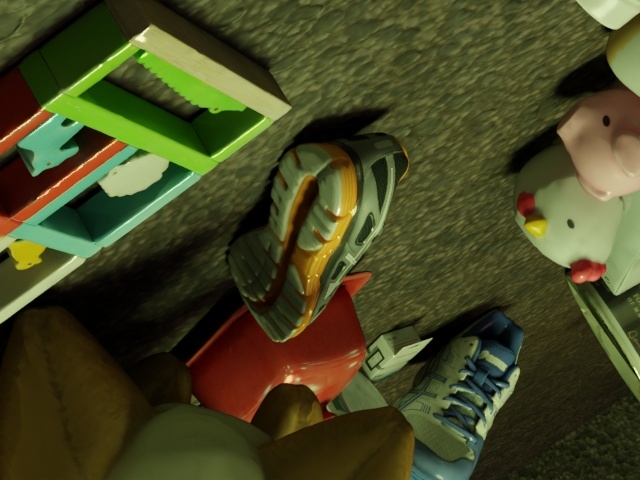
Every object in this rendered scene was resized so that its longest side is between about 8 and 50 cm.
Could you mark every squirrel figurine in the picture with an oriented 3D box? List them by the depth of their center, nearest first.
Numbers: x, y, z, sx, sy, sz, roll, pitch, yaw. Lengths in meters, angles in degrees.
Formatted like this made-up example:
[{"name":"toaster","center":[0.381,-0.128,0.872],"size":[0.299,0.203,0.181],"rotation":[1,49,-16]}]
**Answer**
[{"name":"squirrel figurine","center":[-0.121,0.282,1.158],"size":[0.281,0.397,0.370],"rotation":[11,162,-8]}]

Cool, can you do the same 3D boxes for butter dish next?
[{"name":"butter dish","center":[-0.026,0.113,1.314],"size":[0.160,0.118,0.160],"rotation":[-12,155,-47]}]

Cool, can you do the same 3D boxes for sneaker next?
[{"name":"sneaker","center":[0.000,0.000,1.112],"size":[0.083,0.084,0.215],"rotation":[-25,161,-34]},{"name":"sneaker","center":[0.148,0.164,1.689],"size":[0.131,0.112,0.296],"rotation":[-53,-176,26]}]

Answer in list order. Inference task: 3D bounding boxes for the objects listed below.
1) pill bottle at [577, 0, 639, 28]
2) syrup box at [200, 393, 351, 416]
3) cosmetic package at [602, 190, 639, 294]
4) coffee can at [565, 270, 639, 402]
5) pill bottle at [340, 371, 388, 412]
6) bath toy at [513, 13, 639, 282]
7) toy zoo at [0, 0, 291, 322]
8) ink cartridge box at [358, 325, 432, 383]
[{"name":"pill bottle","center":[0.211,-0.199,0.885],"size":[0.169,0.094,0.094],"rotation":[-40,160,27]},{"name":"syrup box","center":[-0.086,0.206,1.511],"size":[0.237,0.093,0.096],"rotation":[-34,162,9]},{"name":"cosmetic package","center":[0.438,-0.113,1.493],"size":[0.377,0.097,0.284],"rotation":[-28,164,-11]},{"name":"coffee can","center":[0.448,0.052,1.786],"size":[0.275,0.202,0.201],"rotation":[-32,163,2]},{"name":"pill bottle","center":[-0.034,0.230,1.615],"size":[0.221,0.121,0.121],"rotation":[-37,162,18]},{"name":"bath toy","center":[0.254,-0.087,1.214],"size":[0.151,0.129,0.348],"rotation":[15,142,-18]},{"name":"toy zoo","center":[-0.170,-0.018,0.860],"size":[0.293,0.030,0.192],"rotation":[-35,162,12]},{"name":"ink cartridge box","center":[0.074,0.116,1.636],"size":[0.048,0.028,0.083],"rotation":[-14,156,-43]}]
